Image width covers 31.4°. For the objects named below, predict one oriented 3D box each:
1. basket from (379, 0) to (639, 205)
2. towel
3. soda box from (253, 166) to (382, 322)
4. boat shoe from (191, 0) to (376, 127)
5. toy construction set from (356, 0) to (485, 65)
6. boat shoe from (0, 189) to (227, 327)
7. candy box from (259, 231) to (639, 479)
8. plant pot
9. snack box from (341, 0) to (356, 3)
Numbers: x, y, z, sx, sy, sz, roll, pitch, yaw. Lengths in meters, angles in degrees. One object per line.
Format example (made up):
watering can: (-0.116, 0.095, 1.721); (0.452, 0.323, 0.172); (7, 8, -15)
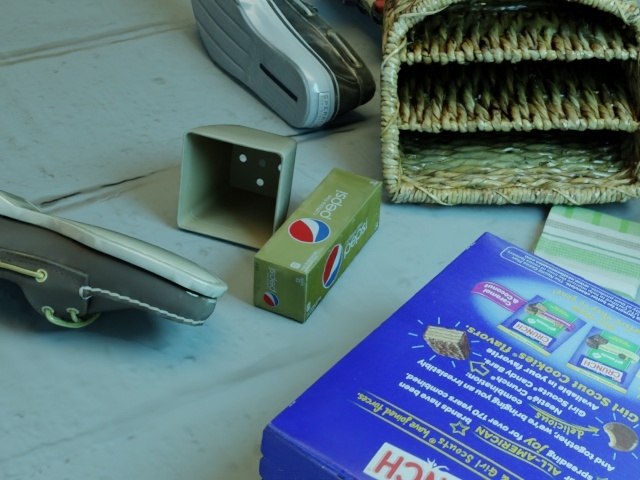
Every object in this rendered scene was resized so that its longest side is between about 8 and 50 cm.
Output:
basket: (0.215, -0.181, 1.255); (0.299, 0.214, 0.223); (1, 34, 3)
towel: (0.278, 0.016, 1.179); (0.113, 0.023, 0.152); (18, 37, 14)
soda box: (0.000, 0.000, 1.136); (0.058, 0.061, 0.181); (17, 39, 18)
boat shoe: (-0.053, -0.254, 1.445); (0.119, 0.121, 0.335); (-13, 50, -33)
toy construction set: (0.162, -0.341, 1.531); (0.215, 0.151, 0.328); (-27, 33, 1)
boat shoe: (-0.243, 0.024, 1.055); (0.324, 0.097, 0.116); (19, -1, 14)
candy box: (0.151, 0.157, 0.892); (0.268, 0.122, 0.317); (28, 42, 27)
plant pot: (-0.077, -0.067, 1.190); (0.109, 0.109, 0.096); (15, 26, 15)
snack box: (0.046, -0.401, 1.706); (0.064, 0.022, 0.178); (-3, 37, -12)
